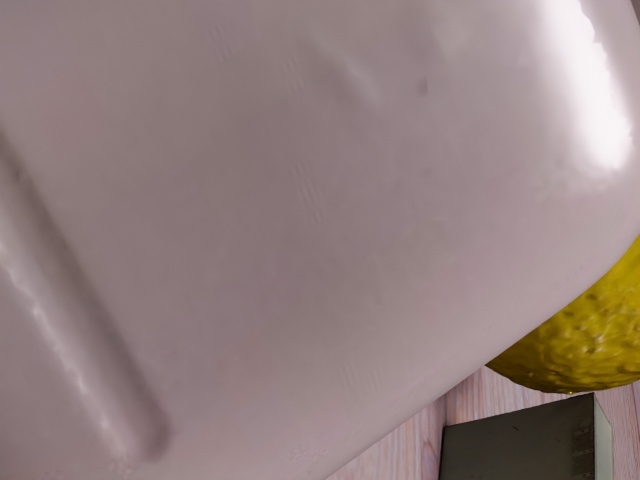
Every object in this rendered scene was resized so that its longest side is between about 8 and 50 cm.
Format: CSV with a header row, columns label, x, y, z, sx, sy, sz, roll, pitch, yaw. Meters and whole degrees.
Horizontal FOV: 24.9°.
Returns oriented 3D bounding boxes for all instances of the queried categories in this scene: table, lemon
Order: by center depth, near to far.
label,x,y,z,sx,sy,sz,roll,pitch,yaw
table,0.154,0.240,1.015,0.111,0.121,0.240,58,27,-32
lemon,0.174,-0.026,1.067,0.322,0.268,0.268,43,34,-27

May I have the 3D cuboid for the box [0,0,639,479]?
label,x,y,z,sx,sy,sz,roll,pitch,yaw
box,-0.044,-0.046,0.529,0.141,0.349,0.289,24,-37,61
